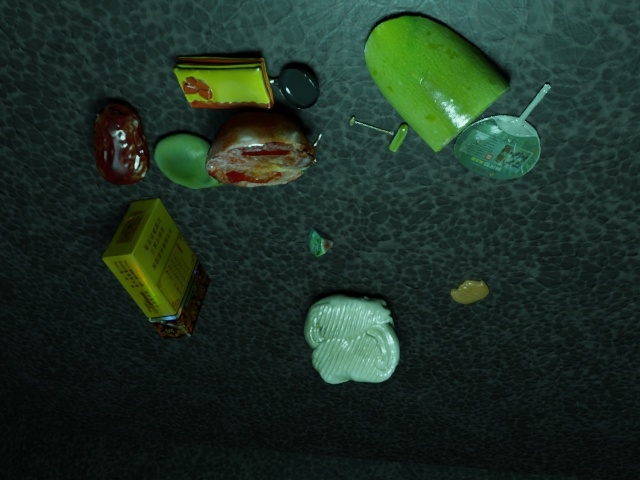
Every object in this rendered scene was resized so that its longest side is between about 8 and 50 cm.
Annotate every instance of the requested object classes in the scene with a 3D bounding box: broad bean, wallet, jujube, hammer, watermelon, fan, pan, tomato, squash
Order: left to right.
[{"bbox_3d":[-0.555,-0.265,1.619,0.155,0.155,0.230,12,132,-1],"label":"jujube"},{"bbox_3d":[-0.366,-0.223,1.670,0.228,0.100,0.169,29,127,-2],"label":"broad bean"},{"bbox_3d":[-0.243,-0.389,1.466,0.241,0.067,0.141,5,141,17],"label":"wallet"},{"bbox_3d":[-0.161,-0.255,1.507,0.308,0.170,0.309,-7,164,-2],"label":"tomato"},{"bbox_3d":[-0.098,-0.395,1.471,0.212,0.040,0.115,14,138,18],"label":"pan"},{"bbox_3d":[-0.005,0.002,1.859,0.084,0.072,0.092,-16,92,40],"label":"watermelon"},{"bbox_3d":[0.136,-0.301,1.539,0.122,0.014,0.029,16,145,-7],"label":"hammer"},{"bbox_3d":[0.210,-0.275,1.540,0.027,0.027,0.083,20,135,-9],"label":"squash"},{"bbox_3d":[0.253,-0.393,1.387,0.309,0.210,0.233,49,133,3],"label":"squash"},{"bbox_3d":[0.504,-0.255,1.511,0.294,0.012,0.223,-27,125,34],"label":"fan"}]

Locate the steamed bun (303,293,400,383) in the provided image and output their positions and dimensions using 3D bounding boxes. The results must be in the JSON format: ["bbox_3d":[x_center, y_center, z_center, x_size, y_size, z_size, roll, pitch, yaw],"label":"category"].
[{"bbox_3d":[0.116,0.327,2.037,0.324,0.219,0.310,-9,95,14],"label":"steamed bun"}]

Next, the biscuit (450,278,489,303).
[{"bbox_3d":[0.503,0.173,1.949,0.102,0.019,0.130,35,131,-24],"label":"biscuit"}]

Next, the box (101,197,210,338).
[{"bbox_3d":[-0.520,0.102,1.908,0.115,0.264,0.415,-7,134,16],"label":"box"}]
